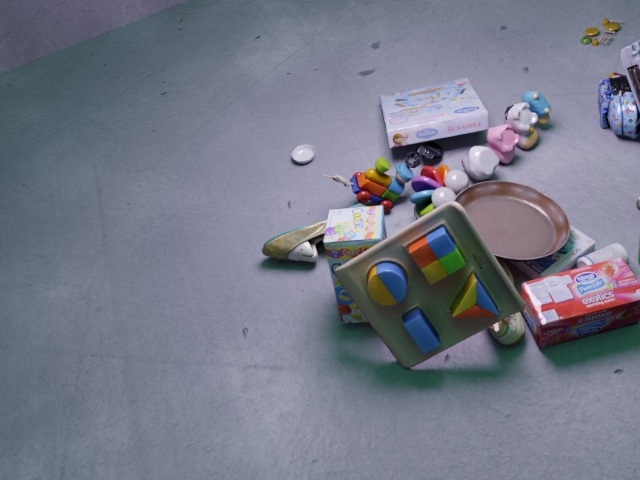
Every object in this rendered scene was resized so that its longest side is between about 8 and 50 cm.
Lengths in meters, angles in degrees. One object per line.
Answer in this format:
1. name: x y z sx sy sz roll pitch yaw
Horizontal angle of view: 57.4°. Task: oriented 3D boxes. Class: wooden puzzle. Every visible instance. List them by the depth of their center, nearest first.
1. wooden puzzle: 0.251 0.124 1.366 0.347 0.322 0.080 -31 15 20

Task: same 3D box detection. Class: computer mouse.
1. computer mouse: 0.321 -0.261 1.843 0.071 0.041 0.242 38 37 15

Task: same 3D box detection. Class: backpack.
1. backpack: 0.915 -0.395 1.783 0.116 0.158 0.173 -4 62 23

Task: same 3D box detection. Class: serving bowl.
1. serving bowl: -0.057 -0.296 2.035 0.083 0.027 0.083 -7 50 8

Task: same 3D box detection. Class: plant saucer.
1. plant saucer: 0.504 -0.047 1.576 0.310 0.050 0.311 0 44 0

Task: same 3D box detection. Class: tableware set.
1. tableware set: 1.021 -0.758 2.132 0.104 0.024 0.154 24 62 34

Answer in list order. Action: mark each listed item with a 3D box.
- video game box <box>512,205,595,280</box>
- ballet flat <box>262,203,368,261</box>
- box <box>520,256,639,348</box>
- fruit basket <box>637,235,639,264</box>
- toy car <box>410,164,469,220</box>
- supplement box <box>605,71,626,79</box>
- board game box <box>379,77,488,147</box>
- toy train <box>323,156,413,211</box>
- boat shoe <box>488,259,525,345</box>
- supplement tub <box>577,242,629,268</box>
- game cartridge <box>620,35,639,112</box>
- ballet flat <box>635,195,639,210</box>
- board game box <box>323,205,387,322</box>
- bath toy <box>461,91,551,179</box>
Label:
1. video game box: 0.603 0.009 1.599 0.187 0.048 0.205 -33 51 -16
2. ballet flat: 0.000 0.000 1.730 0.348 0.123 0.123 -21 49 -3
3. box: 0.632 0.152 1.422 0.256 0.123 0.128 -16 50 2
4. fruit basket: 0.956 -0.038 1.366 0.391 0.283 0.392 -10 32 7
5. toy car: 0.330 -0.148 1.707 0.136 0.159 0.182 42 65 -6
6. supplement box: 0.984 -0.513 1.925 0.083 0.043 0.055 32 64 33
7. board game box: 0.368 -0.433 1.958 0.318 0.066 0.318 -10 34 8
8. toy train: 0.148 -0.192 1.741 0.143 0.248 0.105 -47 37 34
9. boat shoe: 0.439 0.127 1.496 0.104 0.089 0.285 -36 45 26
10. supplement tub: 0.728 0.057 1.509 0.107 0.071 0.071 -22 49 -5
11. game cartridge: 0.980 -0.453 1.720 0.062 0.297 0.198 -15 15 47
12. ballet flat: 0.964 -0.119 1.605 0.206 0.073 0.067 -6 23 7
13. board game box: 0.106 0.066 1.517 0.142 0.275 0.144 -4 37 12
14. bath toy: 0.568 -0.309 1.818 0.348 0.151 0.129 -42 16 -16
